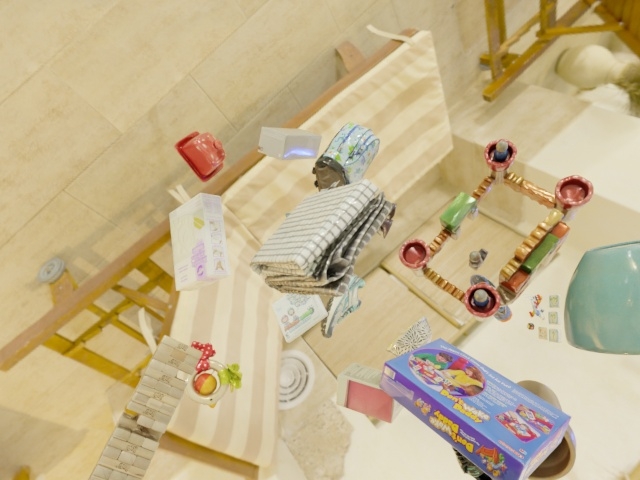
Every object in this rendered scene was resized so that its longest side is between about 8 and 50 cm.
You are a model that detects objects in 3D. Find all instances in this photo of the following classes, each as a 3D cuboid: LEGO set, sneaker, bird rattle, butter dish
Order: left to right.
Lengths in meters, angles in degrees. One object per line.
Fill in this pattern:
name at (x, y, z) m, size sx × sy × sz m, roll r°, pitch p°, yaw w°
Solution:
butter dish at (-0.382, -0.305, 1.404) m, size 0.118 × 0.159 × 0.160 m, roll -23°, pitch 113°, yaw 31°
bird rattle at (-0.423, 0.511, 1.565) m, size 0.206 × 0.254 × 0.143 m, roll -60°, pitch -175°, yaw -28°
sneaker at (0.092, 0.247, 1.571) m, size 0.110 × 0.122 × 0.282 m, roll 122°, pitch -7°, yaw -67°
sneaker at (0.399, 0.549, 1.092) m, size 0.267 × 0.101 × 0.106 m, roll 48°, pitch 40°, yaw -16°
sneaker at (0.661, 0.210, 1.603) m, size 0.083 × 0.221 × 0.087 m, roll -37°, pitch 137°, yaw 6°
LEGO set at (0.878, 0.307, 1.651) m, size 0.244 × 0.060 × 0.182 m, roll 66°, pitch 27°, yaw -80°

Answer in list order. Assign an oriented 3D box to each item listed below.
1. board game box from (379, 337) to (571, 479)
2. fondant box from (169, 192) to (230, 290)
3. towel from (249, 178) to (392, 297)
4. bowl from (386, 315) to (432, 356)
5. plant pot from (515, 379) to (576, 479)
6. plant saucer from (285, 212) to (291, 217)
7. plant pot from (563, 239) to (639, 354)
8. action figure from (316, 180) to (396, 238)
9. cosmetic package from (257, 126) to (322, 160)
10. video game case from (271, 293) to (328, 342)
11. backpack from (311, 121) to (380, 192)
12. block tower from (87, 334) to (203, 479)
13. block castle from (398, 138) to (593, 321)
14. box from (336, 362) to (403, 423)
board game box at (0.346, 0.373, 0.957) m, size 0.234 × 0.347 × 0.077 m, roll -8°, pitch 115°, yaw -39°
fondant box at (-0.478, 0.010, 1.615) m, size 0.239 × 0.329 × 0.096 m, roll -23°, pitch 162°, yaw 38°
towel at (0.000, 0.000, 0.857) m, size 0.121 × 0.284 × 0.235 m, roll 48°, pitch 66°, yaw -18°
bowl at (0.296, 0.322, 1.300) m, size 0.170 × 0.080 × 0.170 m, roll -34°, pitch 156°, yaw -17°
plant pot at (0.651, 0.562, 1.293) m, size 0.229 × 0.263 × 0.262 m, roll -26°, pitch 138°, yaw -54°
plant saucer at (-0.064, -0.112, 1.862) m, size 0.192 × 0.067 × 0.018 m, roll -12°, pitch 126°, yaw -33°
plant pot at (0.660, 0.104, 0.870) m, size 0.291 × 0.290 × 0.195 m, roll -9°, pitch 85°, yaw -36°
action figure at (0.116, -0.115, 1.440) m, size 0.099 × 0.285 × 0.185 m, roll 109°, pitch 3°, yaw -53°
cosmetic package at (-0.115, -0.372, 1.584) m, size 0.238 × 0.127 × 0.107 m, roll -18°, pitch 127°, yaw -58°
video game case at (-0.068, 0.217, 1.288) m, size 0.157 × 0.143 × 0.019 m, roll -37°, pitch 144°, yaw 12°
backpack at (0.133, -0.406, 2.019) m, size 0.290 × 0.274 × 0.355 m, roll 81°, pitch 24°, yaw -59°
block tower at (-0.360, 0.369, 0.837) m, size 0.097 × 0.091 × 0.335 m, roll 30°, pitch 67°, yaw -14°
block castle at (0.464, -0.028, 1.114) m, size 0.453 × 0.303 × 0.213 m, roll -49°, pitch 151°, yaw -3°
box at (0.195, 0.581, 1.589) m, size 0.149 × 0.233 × 0.126 m, roll -10°, pitch 105°, yaw -59°
